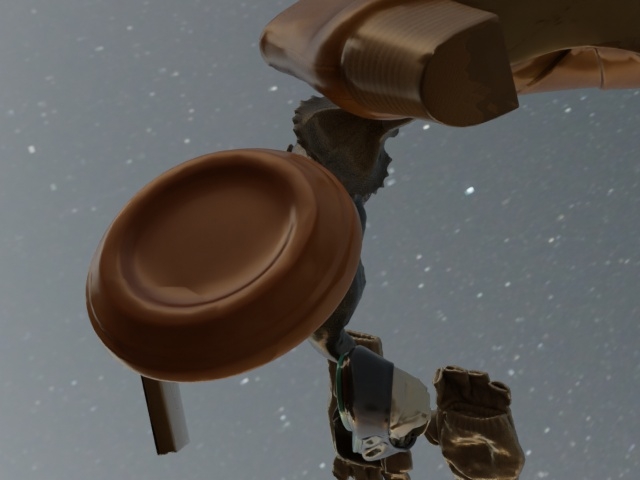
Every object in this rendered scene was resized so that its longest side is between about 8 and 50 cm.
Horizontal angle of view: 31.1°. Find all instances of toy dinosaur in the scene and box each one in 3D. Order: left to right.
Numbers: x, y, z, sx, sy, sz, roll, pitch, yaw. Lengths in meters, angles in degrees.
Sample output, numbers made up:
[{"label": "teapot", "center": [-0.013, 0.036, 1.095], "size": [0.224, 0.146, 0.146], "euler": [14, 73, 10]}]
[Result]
[{"label": "toy dinosaur", "center": [0.000, 0.000, 0.924], "size": [0.121, 0.160, 0.314], "euler": [14, -78, 3]}]

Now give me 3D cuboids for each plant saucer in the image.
[{"label": "plant saucer", "center": [-0.072, 0.005, 0.785], "size": [0.200, 0.200, 0.037], "euler": [15, -33, 31]}]

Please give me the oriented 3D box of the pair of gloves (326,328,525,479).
[{"label": "pair of gloves", "center": [0.102, 0.204, 1.194], "size": [0.240, 0.042, 0.204], "euler": [16, -53, 32]}]

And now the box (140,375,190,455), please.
[{"label": "box", "center": [-0.169, 0.115, 1.179], "size": [0.021, 0.164, 0.201], "euler": [-13, -96, -2]}]

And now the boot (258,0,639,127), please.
[{"label": "boot", "center": [0.124, -0.147, 0.682], "size": [0.211, 0.295, 0.104], "euler": [37, -37, 59]}]

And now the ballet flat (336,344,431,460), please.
[{"label": "ballet flat", "center": [0.054, 0.131, 0.916], "size": [0.074, 0.074, 0.203], "euler": [38, -14, 19]}]
